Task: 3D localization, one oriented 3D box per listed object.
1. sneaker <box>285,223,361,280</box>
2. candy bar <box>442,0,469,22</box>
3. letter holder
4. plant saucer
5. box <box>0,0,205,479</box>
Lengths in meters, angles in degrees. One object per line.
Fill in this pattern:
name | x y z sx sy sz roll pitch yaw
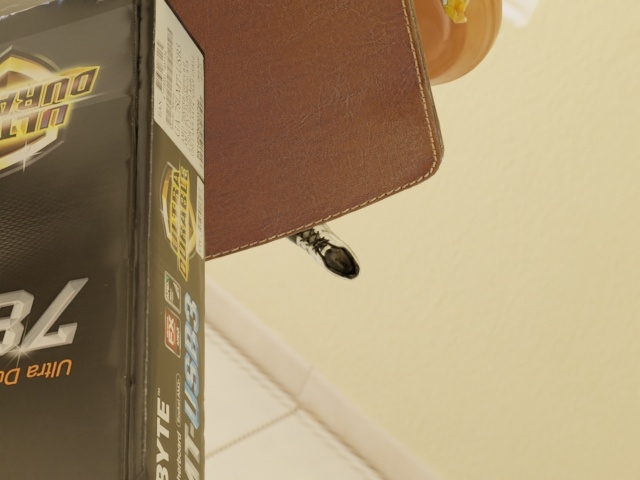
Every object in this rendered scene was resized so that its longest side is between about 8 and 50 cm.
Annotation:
sneaker | 0.000 0.000 1.013 0.083 0.032 0.037 36 3 -15
candy bar | 0.091 -0.183 0.730 0.018 0.040 0.161 14 54 9
letter holder | -0.092 -0.109 0.861 0.301 0.214 0.152 -17 42 1
plant saucer | 0.059 -0.209 1.166 0.200 0.200 0.037 26 52 3
box | -0.196 0.046 0.603 0.295 0.073 0.293 -12 58 17
